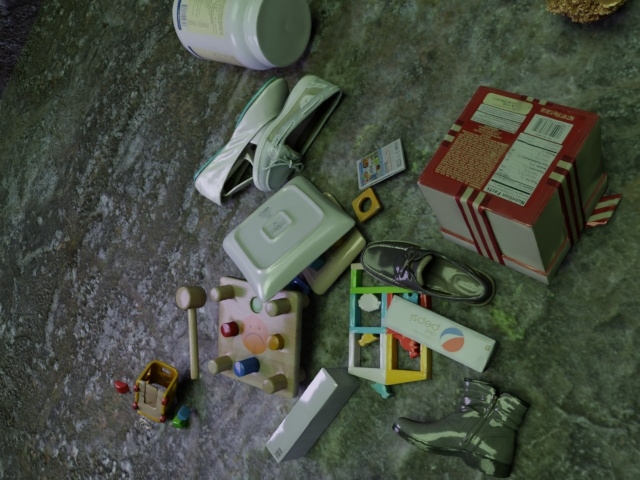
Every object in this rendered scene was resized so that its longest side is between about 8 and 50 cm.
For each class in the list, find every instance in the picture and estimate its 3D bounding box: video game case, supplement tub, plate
[{"bbox_3d":[0.139,-0.175,1.323,0.122,0.011,0.087,-25,51,29],"label":"video game case"},{"bbox_3d":[-0.208,-0.583,1.520,0.324,0.235,0.236,23,95,36],"label":"supplement tub"},{"bbox_3d":[-0.094,-0.024,1.357,0.277,0.045,0.278,-42,41,-3],"label":"plate"}]

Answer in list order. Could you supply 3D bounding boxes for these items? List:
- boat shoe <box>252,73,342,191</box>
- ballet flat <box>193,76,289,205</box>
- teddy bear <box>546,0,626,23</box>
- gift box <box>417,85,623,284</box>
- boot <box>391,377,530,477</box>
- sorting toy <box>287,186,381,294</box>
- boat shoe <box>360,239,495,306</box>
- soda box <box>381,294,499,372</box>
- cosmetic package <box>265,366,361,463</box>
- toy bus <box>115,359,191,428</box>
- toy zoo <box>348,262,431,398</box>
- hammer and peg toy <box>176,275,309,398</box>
[{"bbox_3d":[-0.061,-0.260,1.434,0.103,0.118,0.321,32,91,32],"label":"boat shoe"},{"bbox_3d":[-0.184,-0.245,1.525,0.400,0.139,0.139,-46,59,25],"label":"ballet flat"},{"bbox_3d":[0.562,-0.548,1.061,0.245,0.113,0.338,8,78,29],"label":"teddy bear"},{"bbox_3d":[0.367,-0.102,1.020,0.255,0.258,0.276,34,82,37],"label":"gift box"},{"bbox_3d":[0.272,0.343,1.119,0.246,0.083,0.161,11,81,31],"label":"boot"},{"bbox_3d":[0.000,0.000,1.369,0.348,0.047,0.196,-50,49,17],"label":"sorting toy"},{"bbox_3d":[0.210,0.060,1.160,0.285,0.092,0.103,20,87,21],"label":"boat shoe"},{"bbox_3d":[0.237,0.183,1.136,0.216,0.074,0.069,23,90,24],"label":"soda box"},{"bbox_3d":[-0.017,0.392,1.293,0.060,0.098,0.239,45,107,35],"label":"cosmetic package"},{"bbox_3d":[-0.450,0.422,1.589,0.202,0.191,0.104,-13,31,32],"label":"toy bus"},{"bbox_3d":[0.150,0.193,1.251,0.192,0.030,0.294,-5,78,35],"label":"toy zoo"},{"bbox_3d":[-0.192,0.226,1.410,0.361,0.127,0.266,7,99,36],"label":"hammer and peg toy"}]
